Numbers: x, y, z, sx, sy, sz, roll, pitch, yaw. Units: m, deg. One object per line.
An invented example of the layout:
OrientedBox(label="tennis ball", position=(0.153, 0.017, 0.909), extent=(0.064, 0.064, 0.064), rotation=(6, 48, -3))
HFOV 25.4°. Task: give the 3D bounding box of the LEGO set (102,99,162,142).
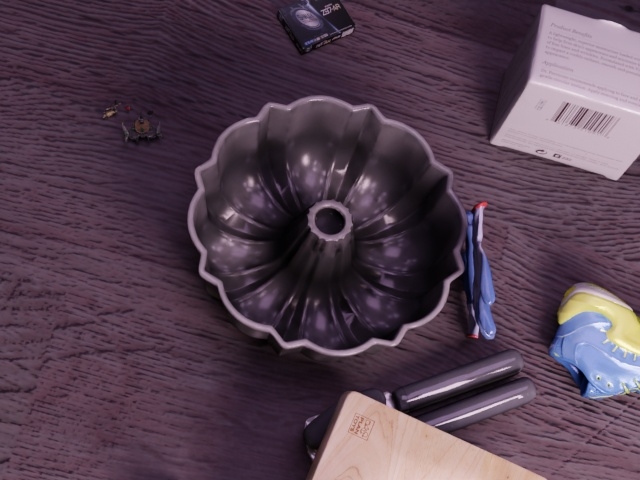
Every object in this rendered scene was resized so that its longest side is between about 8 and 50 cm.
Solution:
OrientedBox(label="LEGO set", position=(-0.230, -0.143, 1.762), extent=(0.054, 0.023, 0.083), rotation=(-33, 63, -23))

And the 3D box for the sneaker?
OrientedBox(label="sneaker", position=(0.382, 0.157, 1.719), extent=(0.240, 0.091, 0.126), rotation=(31, 84, 3))

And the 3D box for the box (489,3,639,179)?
OrientedBox(label="box", position=(0.330, -0.184, 1.791), extent=(0.181, 0.182, 0.119), rotation=(17, 67, -3))

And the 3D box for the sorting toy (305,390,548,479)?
OrientedBox(label="sorting toy", position=(0.081, 0.329, 1.542), extent=(0.256, 0.089, 0.257), rotation=(26, 79, -13))

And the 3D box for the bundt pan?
OrientedBox(label="bundt pan", position=(0.000, 0.000, 1.683), extent=(0.331, 0.124, 0.330), rotation=(4, 66, -9))

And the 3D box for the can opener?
OrientedBox(label="can opener", position=(0.116, 0.194, 1.635), extent=(0.284, 0.095, 0.076), rotation=(-19, 72, -10))

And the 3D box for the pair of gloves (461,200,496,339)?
OrientedBox(label="pair of gloves", position=(0.186, 0.038, 1.671), extent=(0.023, 0.198, 0.159), rotation=(-2, 85, 0))

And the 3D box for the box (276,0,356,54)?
OrientedBox(label="box", position=(-0.005, -0.288, 1.863), extent=(0.083, 0.018, 0.067), rotation=(-25, 74, -19))
